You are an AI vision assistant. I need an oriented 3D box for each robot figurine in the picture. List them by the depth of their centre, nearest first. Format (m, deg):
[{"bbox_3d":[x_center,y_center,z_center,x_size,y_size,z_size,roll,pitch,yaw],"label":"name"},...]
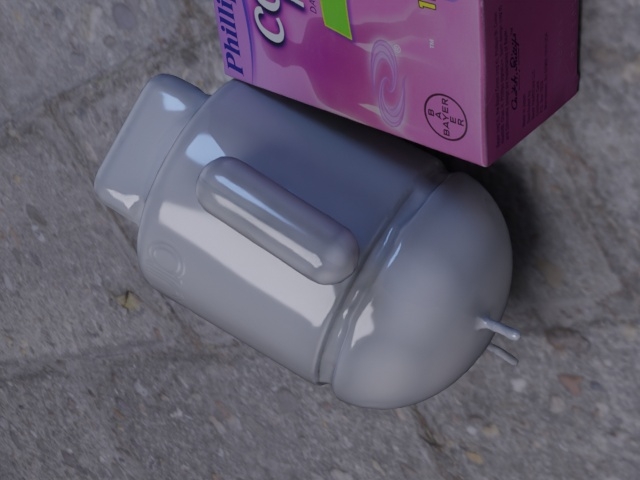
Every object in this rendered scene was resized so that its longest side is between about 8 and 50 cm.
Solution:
[{"bbox_3d":[0.000,0.000,0.931,0.353,0.199,0.300,29,-176,15],"label":"robot figurine"}]

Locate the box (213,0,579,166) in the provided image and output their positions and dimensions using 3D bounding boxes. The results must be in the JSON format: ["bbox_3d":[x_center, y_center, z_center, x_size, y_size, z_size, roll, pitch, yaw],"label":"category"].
[{"bbox_3d":[0.043,-0.197,0.800,0.243,0.117,0.213,25,137,34],"label":"box"}]
